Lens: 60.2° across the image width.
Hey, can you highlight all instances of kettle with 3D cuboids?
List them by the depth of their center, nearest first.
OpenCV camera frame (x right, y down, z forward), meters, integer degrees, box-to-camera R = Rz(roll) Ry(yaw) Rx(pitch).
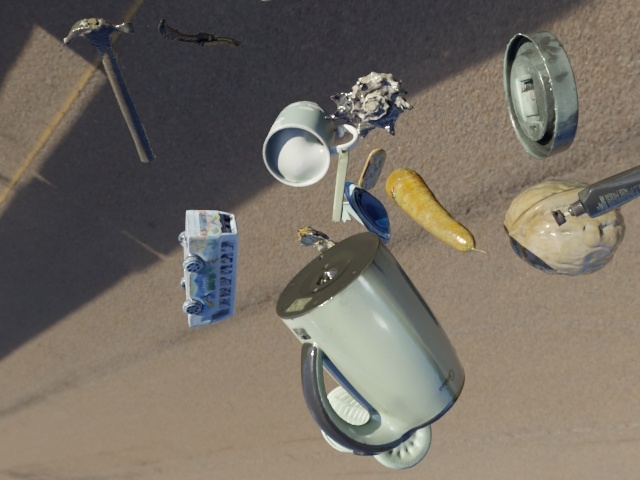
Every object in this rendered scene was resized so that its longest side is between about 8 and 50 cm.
[{"bbox_3d":[0.060,0.146,0.708,0.236,0.221,0.161,52,146,-17],"label":"kettle"}]

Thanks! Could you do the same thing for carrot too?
[{"bbox_3d":[0.210,-0.048,1.026,0.078,0.298,0.078,-12,126,-18],"label":"carrot"}]

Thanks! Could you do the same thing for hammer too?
[{"bbox_3d":[-0.331,-0.239,0.930,0.125,0.027,0.297,1,147,4],"label":"hammer"}]

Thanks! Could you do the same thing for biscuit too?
[{"bbox_3d":[0.161,-0.219,1.714,0.071,0.018,0.147,-3,123,-38],"label":"biscuit"}]

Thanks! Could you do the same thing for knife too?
[{"bbox_3d":[-0.245,-0.409,1.124,0.046,0.222,0.021,-39,74,32],"label":"knife"}]

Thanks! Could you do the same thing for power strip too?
[{"bbox_3d":[0.054,-0.142,1.504,0.029,0.080,0.226,6,122,1],"label":"power strip"}]

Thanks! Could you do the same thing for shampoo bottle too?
[{"bbox_3d":[0.333,-0.055,0.627,0.137,0.027,0.048,-29,128,23],"label":"shampoo bottle"}]

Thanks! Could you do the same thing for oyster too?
[{"bbox_3d":[-0.003,-0.001,0.909,0.083,0.019,0.054,23,149,-26],"label":"oyster"}]

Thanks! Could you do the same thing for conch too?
[{"bbox_3d":[0.166,-0.483,1.944,0.313,0.186,0.241,5,161,36],"label":"conch"}]

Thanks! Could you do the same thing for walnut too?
[{"bbox_3d":[0.492,-0.026,1.126,0.224,0.224,0.224,13,143,9],"label":"walnut"}]

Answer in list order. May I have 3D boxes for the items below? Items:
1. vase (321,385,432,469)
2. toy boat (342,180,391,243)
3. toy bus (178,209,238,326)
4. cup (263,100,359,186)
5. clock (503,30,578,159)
[{"bbox_3d":[0.099,0.349,1.038,0.143,0.143,0.299,24,164,-7],"label":"vase"},{"bbox_3d":[0.108,-0.102,1.677,0.292,0.070,0.210,35,158,52],"label":"toy boat"},{"bbox_3d":[-0.277,0.076,1.368,0.136,0.109,0.329,-4,134,-16],"label":"toy bus"},{"bbox_3d":[-0.024,-0.396,2.149,0.357,0.274,0.259,-4,127,11],"label":"cup"},{"bbox_3d":[0.660,-0.438,1.671,0.077,0.386,0.386,-14,138,3],"label":"clock"}]
